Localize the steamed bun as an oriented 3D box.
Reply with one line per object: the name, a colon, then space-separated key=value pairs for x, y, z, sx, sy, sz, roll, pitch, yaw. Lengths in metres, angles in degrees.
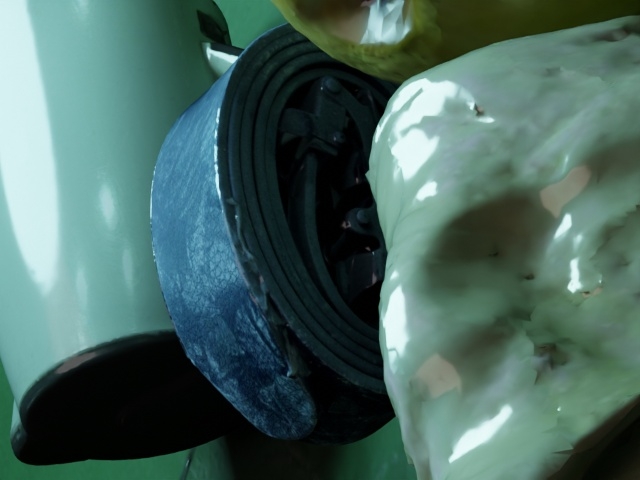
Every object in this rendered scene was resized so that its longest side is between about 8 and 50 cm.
steamed bun: x=0.150 y=0.069 z=0.507 sx=0.207 sy=0.268 sz=0.280 roll=-22 pitch=35 yaw=15

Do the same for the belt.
belt: x=0.000 y=0.000 z=0.860 sx=0.082 sy=0.141 sz=0.190 roll=-42 pitch=51 yaw=49

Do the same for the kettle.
kettle: x=-0.085 y=-0.017 z=1.015 sx=0.221 sy=0.161 sz=0.236 roll=-24 pitch=58 yaw=20

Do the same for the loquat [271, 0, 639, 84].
loquat: x=0.064 y=-0.159 z=0.758 sx=0.213 sy=0.213 sz=0.213 roll=-22 pitch=64 yaw=56
